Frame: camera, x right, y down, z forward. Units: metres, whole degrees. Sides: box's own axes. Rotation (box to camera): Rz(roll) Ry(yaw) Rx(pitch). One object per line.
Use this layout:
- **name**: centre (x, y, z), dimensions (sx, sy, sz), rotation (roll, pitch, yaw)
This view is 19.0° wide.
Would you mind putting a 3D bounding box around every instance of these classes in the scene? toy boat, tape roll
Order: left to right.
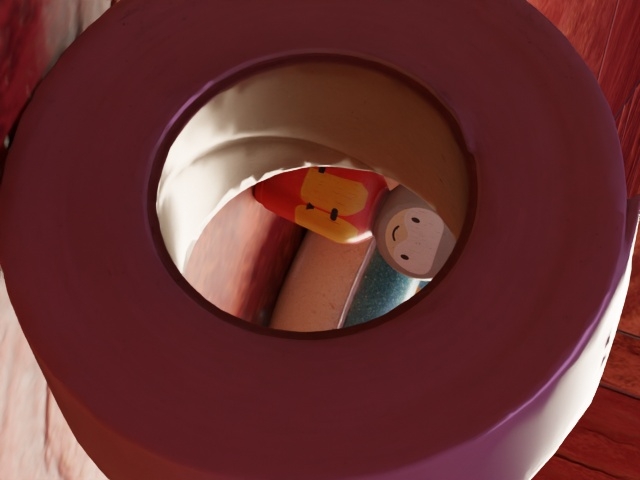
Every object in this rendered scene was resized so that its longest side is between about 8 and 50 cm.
- **tape roll**: centre (0.000, 0.000, 0.885), dimensions (0.100, 0.286, 0.286), rotation (83, 30, -60)
- **toy boat**: centre (0.045, 0.028, 1.360), dimensions (0.318, 0.148, 0.267), rotation (73, 39, -67)
